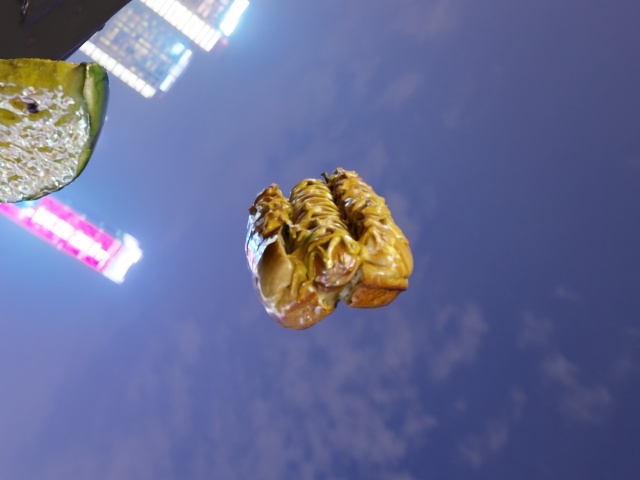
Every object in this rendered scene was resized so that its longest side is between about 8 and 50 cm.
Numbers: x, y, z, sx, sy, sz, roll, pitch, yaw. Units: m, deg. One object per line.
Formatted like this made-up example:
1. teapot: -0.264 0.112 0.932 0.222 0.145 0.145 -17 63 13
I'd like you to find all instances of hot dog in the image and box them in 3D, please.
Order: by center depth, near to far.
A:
1. hot dog: 0.000 0.000 0.460 0.071 0.045 0.165 -11 -167 -2

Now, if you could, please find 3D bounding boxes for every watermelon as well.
1. watermelon: -0.182 -0.056 0.512 0.092 0.182 0.075 4 93 -74

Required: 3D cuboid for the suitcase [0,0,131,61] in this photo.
1. suitcase: -0.269 -0.273 0.788 0.345 0.188 0.339 -52 164 -37
